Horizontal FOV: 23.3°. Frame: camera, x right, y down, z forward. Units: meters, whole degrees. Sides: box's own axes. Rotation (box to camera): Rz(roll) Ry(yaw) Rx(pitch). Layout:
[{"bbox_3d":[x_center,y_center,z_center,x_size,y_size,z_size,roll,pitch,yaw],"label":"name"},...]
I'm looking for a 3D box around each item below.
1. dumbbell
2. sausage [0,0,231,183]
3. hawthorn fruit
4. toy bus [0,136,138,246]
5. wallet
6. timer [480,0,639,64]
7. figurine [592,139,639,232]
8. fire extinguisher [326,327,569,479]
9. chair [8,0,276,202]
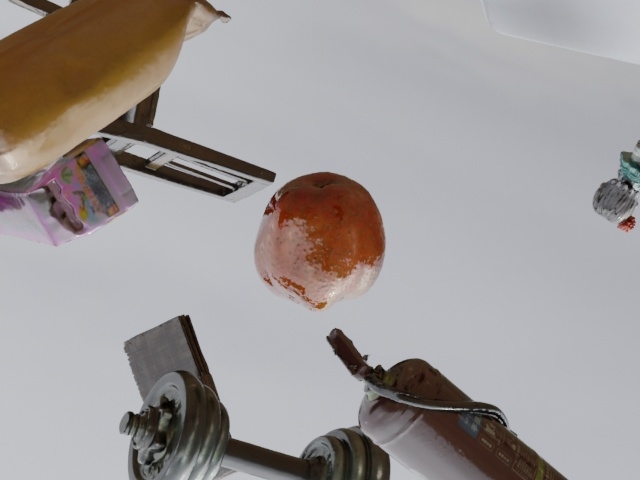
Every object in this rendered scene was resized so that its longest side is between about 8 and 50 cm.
[{"bbox_3d":[-0.080,0.295,2.057,0.406,0.179,0.179,21,-168,-25],"label":"dumbbell"},{"bbox_3d":[-0.194,-0.155,1.344,0.112,0.112,0.328,27,-138,25],"label":"sausage"},{"bbox_3d":[0.000,0.000,2.028,0.189,0.189,0.189,20,-167,-5],"label":"hawthorn fruit"},{"bbox_3d":[-0.293,-0.059,1.646,0.090,0.112,0.274,60,159,-17],"label":"toy bus"},{"bbox_3d":[-0.190,0.227,2.136,0.042,0.124,0.230,-4,-108,-57],"label":"wallet"},{"bbox_3d":[0.257,-0.297,1.409,0.194,0.195,0.192,17,162,22],"label":"timer"},{"bbox_3d":[0.353,-0.062,1.764,0.060,0.106,0.047,30,-148,5],"label":"figurine"},{"bbox_3d":[0.142,0.206,1.543,0.341,0.105,0.141,41,178,-15],"label":"fire extinguisher"},{"bbox_3d":[-0.268,-0.233,2.331,0.416,0.241,0.203,14,165,-23],"label":"chair"}]
